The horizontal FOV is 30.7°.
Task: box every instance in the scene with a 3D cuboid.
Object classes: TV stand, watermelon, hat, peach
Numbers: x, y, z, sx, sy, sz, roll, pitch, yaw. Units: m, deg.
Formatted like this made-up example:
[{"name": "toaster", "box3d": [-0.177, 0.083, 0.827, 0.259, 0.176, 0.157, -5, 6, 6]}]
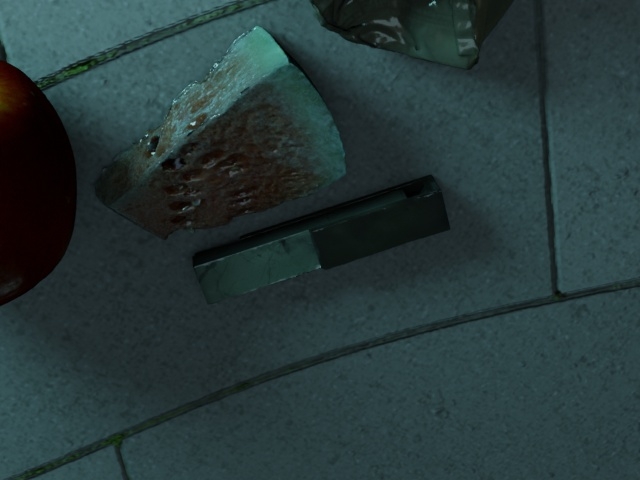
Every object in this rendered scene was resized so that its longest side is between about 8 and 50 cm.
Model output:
[{"name": "TV stand", "box3d": [0.000, 0.000, 1.173, 0.256, 0.040, 0.049, -18, 119, 1]}, {"name": "watermelon", "box3d": [-0.102, -0.079, 1.103, 0.241, 0.094, 0.154, -28, 127, 7]}, {"name": "hat", "box3d": [0.104, -0.277, 1.021, 0.244, 0.149, 0.214, -65, 154, -13]}, {"name": "peach", "box3d": [-0.330, -0.043, 1.012, 0.243, 0.199, 0.243, 1, 121, 1]}]
